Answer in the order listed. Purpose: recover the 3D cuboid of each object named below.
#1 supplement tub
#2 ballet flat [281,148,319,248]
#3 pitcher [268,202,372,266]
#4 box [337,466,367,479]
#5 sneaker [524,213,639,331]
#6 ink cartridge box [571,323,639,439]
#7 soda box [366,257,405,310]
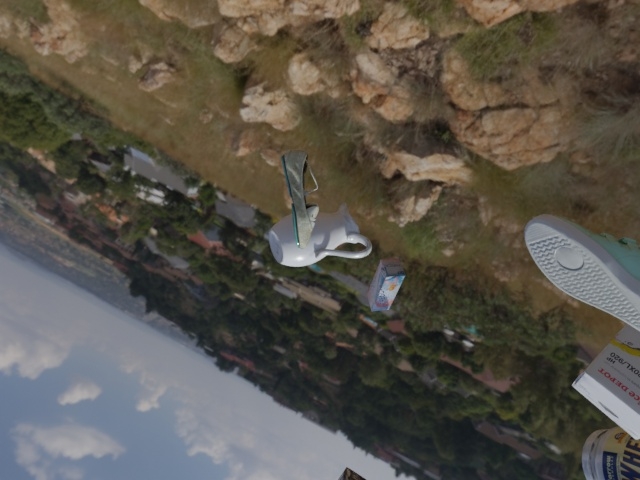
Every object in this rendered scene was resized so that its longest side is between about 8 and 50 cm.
[{"bbox_3d":[0.947,0.655,1.425,0.235,0.236,0.325,31,157,-10],"label":"supplement tub"},{"bbox_3d":[-0.027,-0.069,0.838,0.052,0.169,0.057,-9,-172,2],"label":"ballet flat"},{"bbox_3d":[0.000,0.000,1.173,0.178,0.207,0.126,48,146,46],"label":"pitcher"},{"bbox_3d":[0.140,0.837,1.431,0.307,0.243,0.076,30,-170,2],"label":"box"},{"bbox_3d":[0.414,0.019,0.692,0.255,0.151,0.094,36,151,11],"label":"sneaker"},{"bbox_3d":[0.708,0.283,1.100,0.171,0.232,0.168,42,171,31],"label":"ink cartridge box"},{"bbox_3d":[0.183,0.128,1.426,0.058,0.063,0.183,-4,142,-13],"label":"soda box"}]
